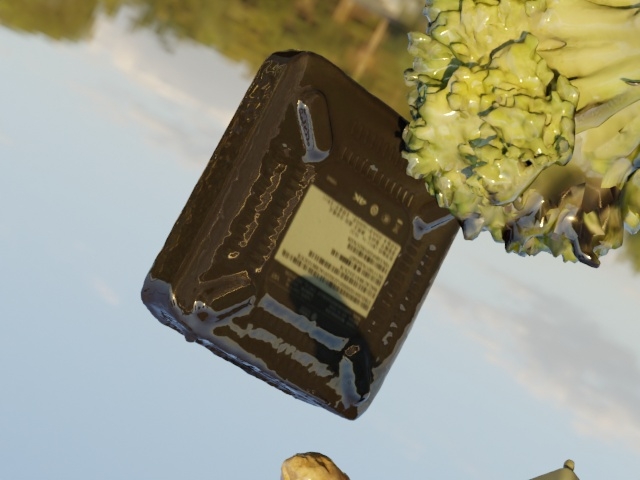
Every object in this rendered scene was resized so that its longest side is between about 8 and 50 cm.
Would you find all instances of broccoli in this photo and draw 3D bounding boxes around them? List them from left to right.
[{"bbox_3d":[0.245,-0.150,1.616,0.293,0.348,0.281,18,169,-33],"label":"broccoli"}]

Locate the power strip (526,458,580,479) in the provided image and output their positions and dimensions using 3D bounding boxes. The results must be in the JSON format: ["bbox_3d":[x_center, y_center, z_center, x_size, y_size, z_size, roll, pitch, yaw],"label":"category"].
[{"bbox_3d":[0.187,0.309,1.793,0.145,0.215,0.061,53,-148,-23],"label":"power strip"}]

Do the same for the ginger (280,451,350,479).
[{"bbox_3d":[0.046,0.227,1.223,0.089,0.075,0.288,38,171,43],"label":"ginger"}]

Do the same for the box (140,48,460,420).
[{"bbox_3d":[0.000,0.000,1.695,0.290,0.289,0.073,35,170,-40],"label":"box"}]
